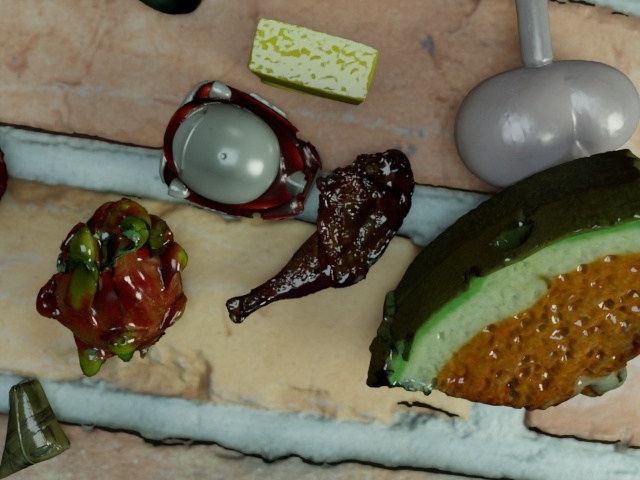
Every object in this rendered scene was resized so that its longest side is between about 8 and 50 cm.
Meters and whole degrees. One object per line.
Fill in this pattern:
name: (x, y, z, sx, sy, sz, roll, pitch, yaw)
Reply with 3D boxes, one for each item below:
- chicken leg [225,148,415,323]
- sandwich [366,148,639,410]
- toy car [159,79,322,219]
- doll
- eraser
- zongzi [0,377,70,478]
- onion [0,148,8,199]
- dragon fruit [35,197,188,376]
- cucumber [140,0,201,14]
chicken leg: (0.006, 0.002, 0.828, 0.093, 0.053, 0.205, 31, 94, -33)
sandwich: (0.194, 0.041, 0.778, 0.212, 0.109, 0.292, 24, 130, -16)
toy car: (-0.070, -0.070, 0.797, 0.139, 0.112, 0.112, 23, 95, -1)
doll: (0.178, -0.191, 0.792, 0.160, 0.094, 0.365, -10, 97, -6)
eraser: (-0.006, -0.145, 0.783, 0.097, 0.122, 0.045, 14, 95, -2)
zongzi: (-0.281, 0.174, 0.868, 0.083, 0.040, 0.076, -25, 89, 21)
onion: (-0.328, -0.059, 0.815, 0.107, 0.097, 0.107, 9, 73, -32)
dragon fruit: (-0.184, 0.028, 0.819, 0.138, 0.175, 0.142, -7, 65, -8)
cucumber: (-0.180, -0.302, 0.801, 0.115, 0.063, 0.244, -40, 96, 5)
